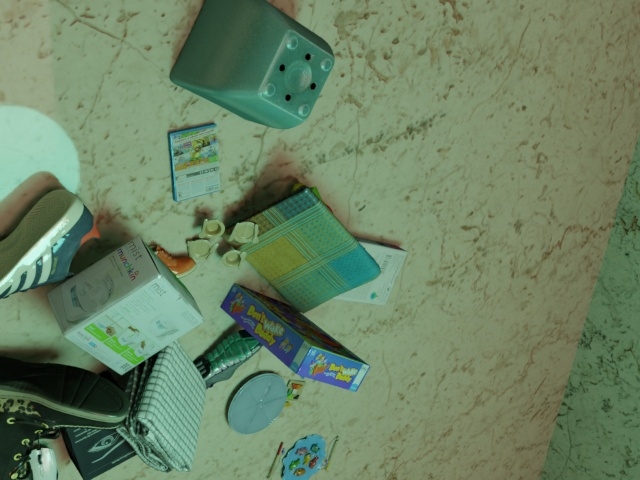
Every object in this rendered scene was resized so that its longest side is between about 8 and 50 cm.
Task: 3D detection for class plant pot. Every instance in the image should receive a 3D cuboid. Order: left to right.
[{"bbox_3d":[-0.118,-0.375,1.533,0.247,0.252,0.248,21,98,-44],"label":"plant pot"}]

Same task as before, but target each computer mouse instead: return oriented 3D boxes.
[{"bbox_3d":[-0.653,0.520,1.697,0.106,0.042,0.193,-8,120,-17],"label":"computer mouse"}]

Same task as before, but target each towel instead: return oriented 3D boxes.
[{"bbox_3d":[-0.382,0.396,1.731,0.284,0.121,0.235,70,21,-48],"label":"towel"},{"bbox_3d":[-0.042,0.031,1.852,0.271,0.040,0.370,-27,130,20],"label":"towel"}]

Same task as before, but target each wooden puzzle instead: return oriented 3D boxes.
[{"bbox_3d":[-0.080,0.457,2.189,0.078,0.014,0.116,9,107,-43],"label":"wooden puzzle"}]

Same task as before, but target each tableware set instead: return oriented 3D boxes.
[{"bbox_3d":[-0.236,0.005,1.752,0.168,0.020,0.141,10,126,-23],"label":"tableware set"}]

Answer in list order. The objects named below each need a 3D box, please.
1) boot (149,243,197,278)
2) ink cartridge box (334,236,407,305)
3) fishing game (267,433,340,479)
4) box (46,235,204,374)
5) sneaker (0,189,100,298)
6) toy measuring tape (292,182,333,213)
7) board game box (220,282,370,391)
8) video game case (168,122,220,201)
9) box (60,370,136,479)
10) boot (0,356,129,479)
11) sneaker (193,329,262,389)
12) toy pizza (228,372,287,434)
[{"bbox_3d":[-0.361,0.048,1.696,0.158,0.059,0.085,-9,114,-36],"label":"boot"},{"bbox_3d":[0.108,0.086,2.114,0.311,0.065,0.186,10,106,-46],"label":"ink cartridge box"},{"bbox_3d":[-0.048,0.718,2.343,0.264,0.041,0.189,13,101,-44],"label":"fishing game"},{"bbox_3d":[-0.412,0.149,1.573,0.231,0.127,0.262,-34,150,-5],"label":"box"},{"bbox_3d":[-0.592,0.061,1.458,0.350,0.131,0.148,-41,143,-9],"label":"sneaker"},{"bbox_3d":[0.000,0.000,1.903,0.121,0.121,0.330,-35,114,-21],"label":"toy measuring tape"},{"bbox_3d":[-0.068,0.245,1.847,0.233,0.347,0.078,27,93,-46],"label":"board game box"},{"bbox_3d":[-0.288,-0.179,1.662,0.119,0.015,0.166,-18,124,-32],"label":"video game case"},{"bbox_3d":[-0.534,0.443,1.725,0.153,0.108,0.207,-23,127,-30],"label":"box"},{"bbox_3d":[-0.616,0.409,1.541,0.377,0.138,0.284,12,111,-11],"label":"boot"},{"bbox_3d":[-0.237,0.315,1.923,0.223,0.083,0.098,-30,144,2],"label":"sneaker"},{"bbox_3d":[-0.184,0.470,2.094,0.201,0.032,0.201,-19,123,-32],"label":"toy pizza"}]
